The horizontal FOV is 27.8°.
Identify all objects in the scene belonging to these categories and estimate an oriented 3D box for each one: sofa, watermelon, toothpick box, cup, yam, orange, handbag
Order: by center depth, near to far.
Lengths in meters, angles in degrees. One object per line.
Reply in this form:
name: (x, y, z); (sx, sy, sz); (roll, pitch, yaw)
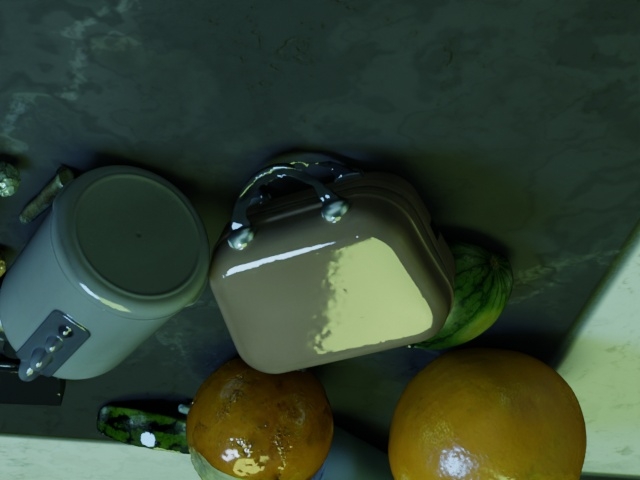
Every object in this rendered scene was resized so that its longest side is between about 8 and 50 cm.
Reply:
handbag: (0.000, 0.017, 1.657); (0.301, 0.149, 0.283); (-15, 118, 25)
yam: (-0.359, -0.058, 1.690); (0.027, 0.033, 0.129); (-9, 165, -41)
toothpick box: (-0.304, 0.068, 1.698); (0.229, 0.229, 0.316); (18, 145, -25)
watermelon: (0.154, 0.087, 1.813); (0.232, 0.127, 0.204); (-13, 145, 27)
orange: (0.260, 0.315, 2.020); (0.312, 0.312, 0.312); (1, 148, 0)
orange: (-0.097, 0.302, 2.076); (0.240, 0.240, 0.240); (1, 148, 0)
sofa: (-0.493, 0.220, 2.123); (0.147, 0.060, 0.085); (3, 131, -4)
watermelon: (-0.285, 0.329, 2.258); (0.245, 0.063, 0.119); (8, 175, 8)
cup: (0.051, 0.461, 2.353); (0.205, 0.205, 0.312); (-21, 140, 31)

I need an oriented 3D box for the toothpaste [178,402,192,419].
toothpaste: (-0.159, 0.325, 2.294); (0.233, 0.038, 0.060); (25, 145, -38)

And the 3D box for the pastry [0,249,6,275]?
pastry: (-0.513, 0.028, 1.805); (0.140, 0.056, 0.080); (11, 155, -27)

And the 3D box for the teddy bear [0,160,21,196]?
teddy bear: (-0.481, -0.029, 1.652); (0.133, 0.111, 0.213); (-20, 151, -51)

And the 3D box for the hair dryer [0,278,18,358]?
hair dryer: (-0.505, 0.136, 1.961); (0.235, 0.091, 0.272); (10, 152, 3)
